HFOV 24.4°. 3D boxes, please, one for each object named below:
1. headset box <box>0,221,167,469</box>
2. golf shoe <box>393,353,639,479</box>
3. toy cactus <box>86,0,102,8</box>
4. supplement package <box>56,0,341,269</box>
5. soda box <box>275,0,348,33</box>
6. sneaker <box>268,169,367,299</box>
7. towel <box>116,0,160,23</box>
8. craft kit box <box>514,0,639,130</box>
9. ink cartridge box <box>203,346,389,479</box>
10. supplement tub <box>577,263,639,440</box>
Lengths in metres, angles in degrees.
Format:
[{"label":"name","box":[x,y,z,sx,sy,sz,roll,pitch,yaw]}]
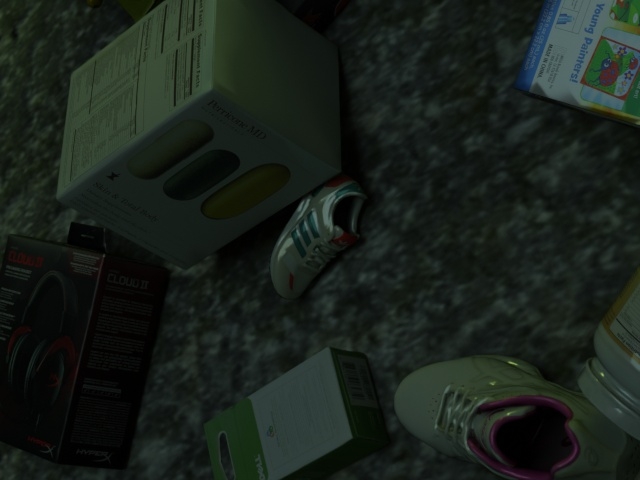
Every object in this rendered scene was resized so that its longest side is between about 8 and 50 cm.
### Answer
[{"label":"headset box","box":[-0.324,0.124,1.891,0.218,0.110,0.293,11,87,45]},{"label":"golf shoe","box":[0.170,0.167,1.398,0.306,0.140,0.115,8,86,45]},{"label":"toy cactus","box":[-0.283,-0.406,1.984,0.180,0.112,0.219,-52,42,2]},{"label":"supplement package","box":[-0.137,-0.136,1.692,0.262,0.199,0.198,-31,44,34]},{"label":"soda box","box":[0.003,-0.302,1.728,0.169,0.060,0.053,-47,51,26]},{"label":"sneaker","box":[0.000,0.000,1.655,0.075,0.057,0.161,34,100,48]},{"label":"towel","box":[-0.277,-0.393,2.041,0.102,0.021,0.237,-57,49,18]},{"label":"craft kit box","box":[0.334,-0.219,1.360,0.246,0.061,0.250,22,95,31]},{"label":"ink cartridge box","box":[-0.030,0.211,1.626,0.209,0.062,0.109,-34,58,33]},{"label":"supplement tub","box":[0.326,0.073,1.270,0.144,0.144,0.200,45,110,40]}]
